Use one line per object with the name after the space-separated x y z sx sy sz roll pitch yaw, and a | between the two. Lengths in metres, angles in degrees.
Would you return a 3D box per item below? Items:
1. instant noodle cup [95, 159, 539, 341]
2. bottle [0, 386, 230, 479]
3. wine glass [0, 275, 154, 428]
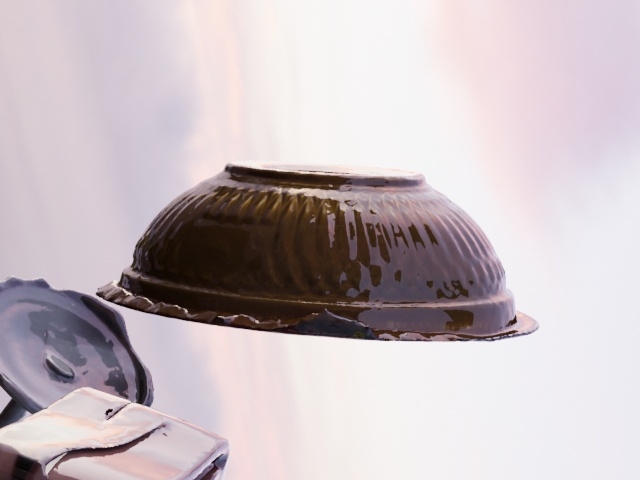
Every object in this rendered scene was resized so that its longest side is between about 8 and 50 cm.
0.000 0.000 1.149 0.274 0.274 0.090 -149 -117 -80 | instant noodle cup
-0.097 0.186 0.452 0.206 0.173 0.297 95 18 -45 | bottle
-0.166 0.104 0.871 0.183 0.122 0.122 -50 -140 27 | wine glass
